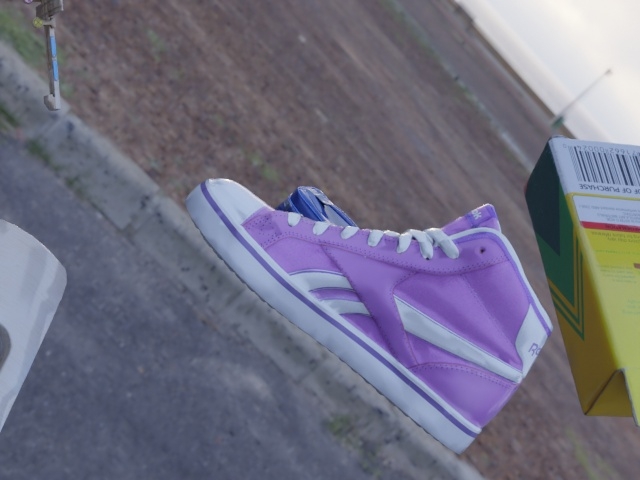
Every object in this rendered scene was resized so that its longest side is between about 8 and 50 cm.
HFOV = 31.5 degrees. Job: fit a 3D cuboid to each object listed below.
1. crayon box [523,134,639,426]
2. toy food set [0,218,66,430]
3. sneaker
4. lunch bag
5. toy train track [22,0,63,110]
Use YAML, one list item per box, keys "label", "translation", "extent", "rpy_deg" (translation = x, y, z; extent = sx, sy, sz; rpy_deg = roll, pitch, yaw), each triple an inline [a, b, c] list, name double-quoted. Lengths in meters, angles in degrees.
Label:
- label: "crayon box"
  translation: [0.319, 0.052, 1.036]
  extent: [0.202, 0.081, 0.318]
  rpy_deg: [5, 49, -13]
- label: "toy food set"
  translation: [-0.306, 0.102, 0.623]
  extent: [0.220, 0.306, 0.092]
  rpy_deg: [-78, 153, -52]
- label: "sneaker"
  translation: [0.045, 0.011, 0.852]
  extent: [0.282, 0.161, 0.102]
  rpy_deg: [38, 6, -3]
- label: "lunch bag"
  translation: [0.000, 0.000, 1.023]
  extent: [0.098, 0.065, 0.067]
  rpy_deg: [49, 19, 10]
- label: "toy train track"
  translation: [-0.164, -0.118, 0.669]
  extent: [0.014, 0.083, 0.048]
  rpy_deg: [-6, 3, -30]
